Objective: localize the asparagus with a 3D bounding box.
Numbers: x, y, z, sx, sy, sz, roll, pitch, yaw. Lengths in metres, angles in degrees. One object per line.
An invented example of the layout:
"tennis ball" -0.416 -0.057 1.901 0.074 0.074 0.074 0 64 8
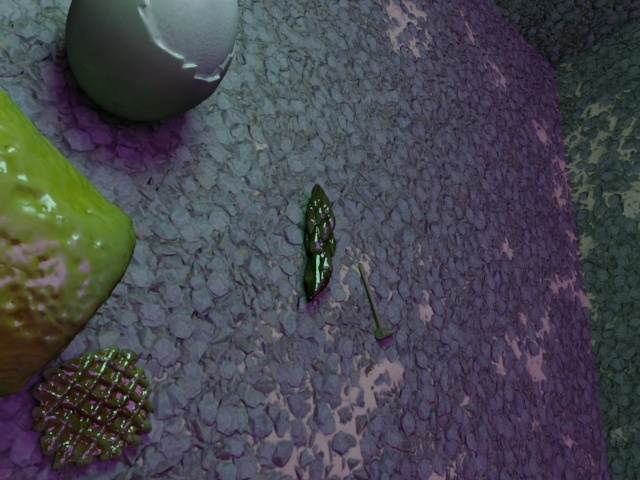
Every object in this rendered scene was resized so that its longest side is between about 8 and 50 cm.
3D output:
"asparagus" 0.000 0.000 1.216 0.080 0.080 0.287 14 63 -37

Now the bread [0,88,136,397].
"bread" -0.428 -0.002 0.660 0.308 0.348 0.348 39 51 -31

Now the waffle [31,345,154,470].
"waffle" -0.348 0.258 0.822 0.183 0.036 0.169 -12 82 -43

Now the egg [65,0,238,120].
"egg" -0.286 -0.374 0.942 0.278 0.336 0.278 24 55 -40

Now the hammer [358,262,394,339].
"hammer" 0.136 0.147 1.311 0.060 0.028 0.195 -6 75 -49
